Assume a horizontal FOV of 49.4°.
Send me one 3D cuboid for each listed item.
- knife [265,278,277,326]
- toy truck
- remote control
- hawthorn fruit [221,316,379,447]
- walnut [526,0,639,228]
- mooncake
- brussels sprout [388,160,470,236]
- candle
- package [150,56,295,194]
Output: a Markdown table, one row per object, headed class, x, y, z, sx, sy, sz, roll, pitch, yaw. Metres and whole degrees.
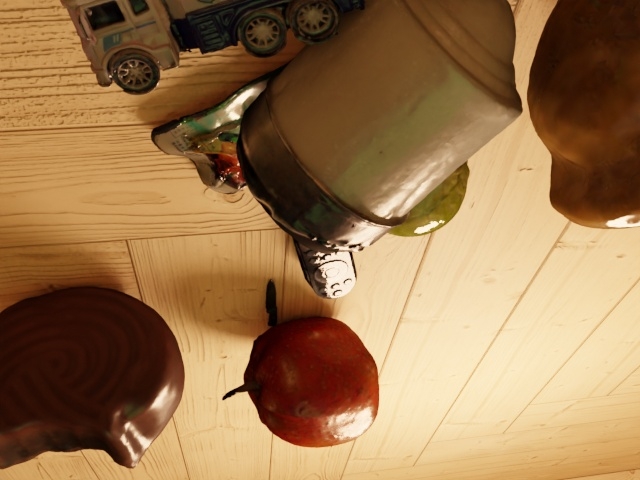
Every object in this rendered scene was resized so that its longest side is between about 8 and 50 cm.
| class | x | y | z | sx | sy | sz | roll | pitch | yaw |
| --- | --- | --- | --- | --- | --- | --- | --- | --- | --- |
| knife | -0.092 | 0.119 | 1.301 | 0.023 | 0.010 | 0.170 | -10 | 145 | -11 |
| toy truck | -0.107 | -0.253 | 0.641 | 0.268 | 0.124 | 0.155 | -15 | 139 | 4 |
| remote control | 0.000 | 0.000 | 1.111 | 0.090 | 0.066 | 0.265 | -23 | 143 | -5 |
| hawthorn fruit | -0.045 | 0.278 | 1.323 | 0.301 | 0.254 | 0.254 | -11 | 150 | -27 |
| walnut | 0.408 | -0.178 | 0.725 | 0.384 | 0.383 | 0.383 | -7 | 147 | -5 |
| mooncake | -0.401 | 0.226 | 1.114 | 0.326 | 0.333 | 0.174 | 26 | 150 | 19 |
| brussels sprout | 0.126 | -0.080 | 0.961 | 0.183 | 0.131 | 0.145 | -23 | 123 | 20 |
| candle | 0.078 | -0.151 | 0.743 | 0.221 | 0.221 | 0.342 | 24 | 127 | -40 |
| package | -0.085 | -0.135 | 0.897 | 0.232 | 0.040 | 0.166 | -21 | 145 | 13 |
